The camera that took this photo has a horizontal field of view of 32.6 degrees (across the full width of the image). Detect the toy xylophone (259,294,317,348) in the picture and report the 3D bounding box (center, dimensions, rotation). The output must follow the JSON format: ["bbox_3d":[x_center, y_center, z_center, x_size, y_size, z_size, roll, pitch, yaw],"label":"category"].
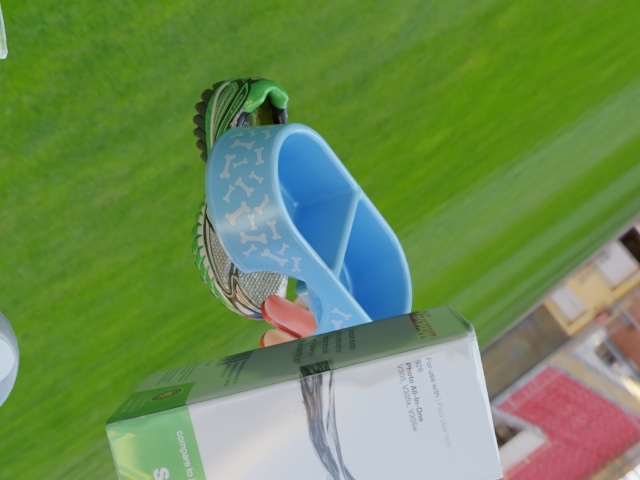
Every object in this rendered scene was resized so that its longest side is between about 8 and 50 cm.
[{"bbox_3d":[0.009,0.218,1.372,0.081,0.236,0.323,-44,-149,42],"label":"toy xylophone"}]

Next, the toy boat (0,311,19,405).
[{"bbox_3d":[-0.303,0.064,0.491,0.318,0.267,0.148,-16,137,13],"label":"toy boat"}]

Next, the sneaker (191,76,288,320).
[{"bbox_3d":[-0.097,-0.059,1.513,0.134,0.343,0.146,-7,-179,-34],"label":"sneaker"}]

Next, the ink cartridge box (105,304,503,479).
[{"bbox_3d":[-0.009,0.151,0.915,0.289,0.121,0.211,-14,-178,2],"label":"ink cartridge box"}]

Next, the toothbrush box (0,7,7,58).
[{"bbox_3d":[-0.296,-0.111,0.445,0.283,0.122,0.206,-13,-167,-26],"label":"toothbrush box"}]

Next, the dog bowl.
[{"bbox_3d":[0.000,0.000,1.128,0.074,0.297,0.166,-15,-140,30],"label":"dog bowl"}]
